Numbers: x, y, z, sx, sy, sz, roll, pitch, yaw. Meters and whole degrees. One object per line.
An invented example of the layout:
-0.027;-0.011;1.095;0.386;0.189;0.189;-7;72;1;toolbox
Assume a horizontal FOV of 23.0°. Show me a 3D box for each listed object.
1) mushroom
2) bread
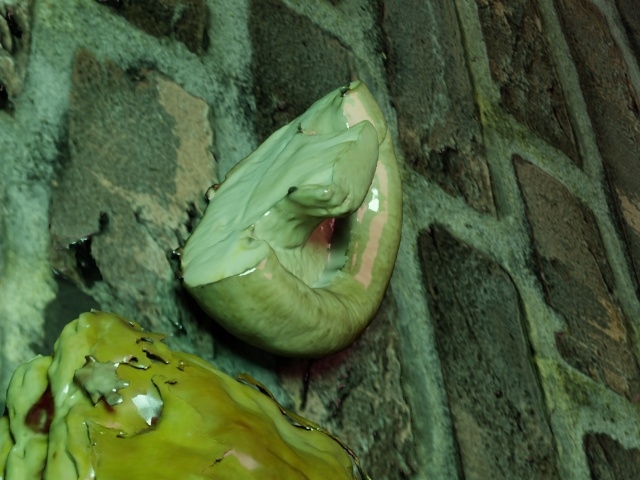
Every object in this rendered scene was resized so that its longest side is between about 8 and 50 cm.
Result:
0.000;0.000;1.243;0.151;0.156;0.286;54;39;-20;mushroom
-0.057;0.208;0.897;0.277;0.167;0.324;36;34;-25;bread
